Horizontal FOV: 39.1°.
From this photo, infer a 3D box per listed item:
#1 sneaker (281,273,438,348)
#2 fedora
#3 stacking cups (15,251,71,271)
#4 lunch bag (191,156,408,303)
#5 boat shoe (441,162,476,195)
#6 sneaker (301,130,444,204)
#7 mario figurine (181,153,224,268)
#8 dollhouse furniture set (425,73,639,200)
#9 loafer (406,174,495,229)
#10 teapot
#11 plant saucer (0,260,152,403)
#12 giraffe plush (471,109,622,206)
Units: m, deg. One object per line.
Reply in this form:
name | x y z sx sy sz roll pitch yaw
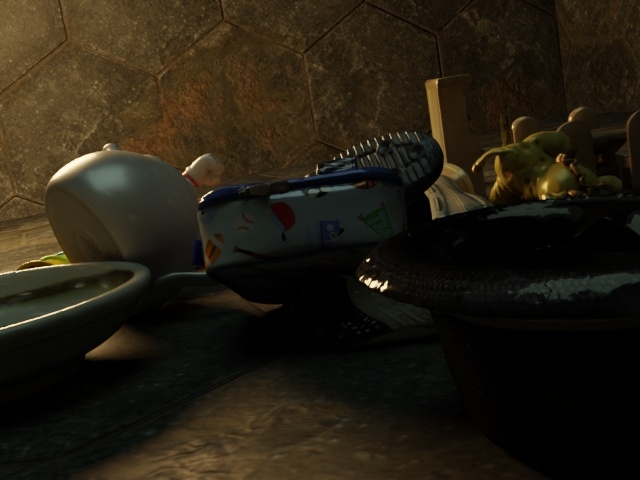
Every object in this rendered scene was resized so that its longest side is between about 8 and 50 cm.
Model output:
sneaker | 0.074 0.070 0.959 0.237 0.085 0.086 -9 -14 18
fedora | 0.185 0.061 0.631 0.333 0.153 0.334 -9 10 2
stacking cups | -0.392 0.060 1.460 0.096 0.096 0.316 -8 5 7
lunch bag | -0.018 0.001 1.055 0.243 0.115 0.303 -7 -14 6
boat shoe | 0.158 -0.073 1.646 0.098 0.109 0.302 -25 14 -32
sneaker | 0.046 -0.042 1.260 0.319 0.112 0.131 -25 -39 24
mario figurine | -0.229 -0.036 1.470 0.320 0.198 0.170 3 22 -35
dollhouse furniture set | 0.427 -0.223 1.786 0.394 0.257 0.362 -9 10 1
loafer | 0.170 -0.043 1.410 0.111 0.112 0.319 -3 8 -13
teapot | -0.249 -0.029 1.278 0.187 0.256 0.252 -35 9 -31
plant saucer | -0.384 0.116 1.028 0.400 0.101 0.400 -10 9 2
giraffe plush | 0.350 -0.080 1.346 0.181 0.210 0.170 -41 42 -7
